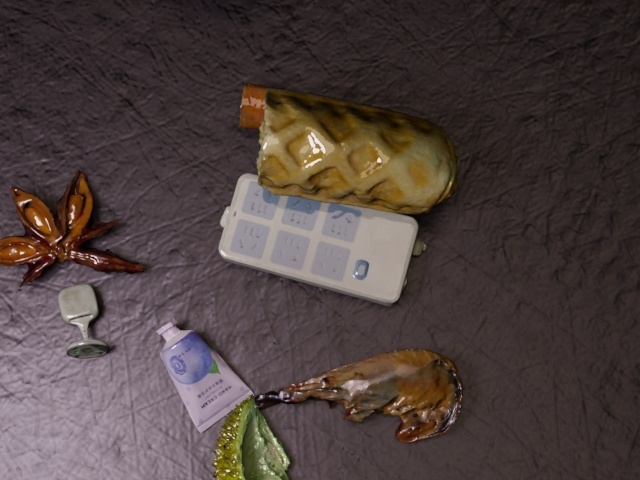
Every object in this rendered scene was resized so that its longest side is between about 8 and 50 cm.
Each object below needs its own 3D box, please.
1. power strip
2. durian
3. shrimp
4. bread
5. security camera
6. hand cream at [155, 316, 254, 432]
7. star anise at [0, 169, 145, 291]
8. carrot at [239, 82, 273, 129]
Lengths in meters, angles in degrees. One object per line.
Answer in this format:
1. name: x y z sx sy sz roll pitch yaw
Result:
1. power strip: 0.000 0.000 1.570 0.270 0.046 0.118 15 78 3
2. durian: -0.073 0.301 1.494 0.100 0.086 0.215 -22 79 -18
3. shrimp: 0.051 0.207 1.517 0.262 0.066 0.117 -14 79 1
4. bread: 0.048 -0.106 1.527 0.267 0.152 0.130 9 111 -10
5. security camera: -0.305 0.101 1.557 0.058 0.058 0.092 -10 66 -1
6. hand cream: -0.158 0.164 1.540 0.084 0.053 0.142 -35 90 -7
7. star anise: -0.341 -0.017 1.575 0.212 0.053 0.157 -8 78 1
8. carrot: 0.000 -0.167 1.602 0.209 0.061 0.061 7 78 -2
